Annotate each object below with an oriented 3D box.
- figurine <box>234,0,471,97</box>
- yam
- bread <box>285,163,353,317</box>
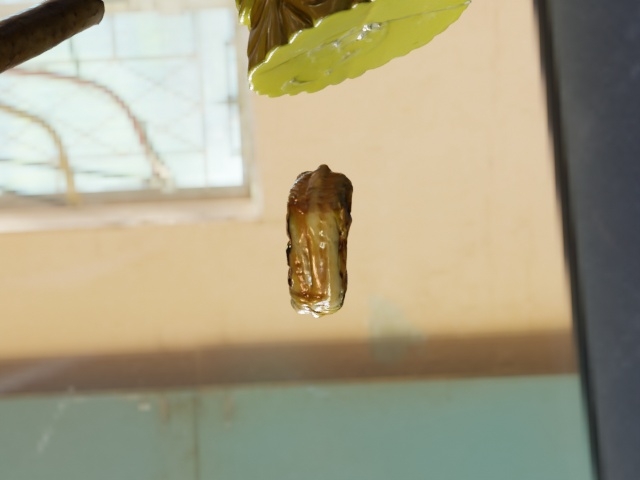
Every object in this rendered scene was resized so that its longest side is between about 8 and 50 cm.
[{"bbox_3d":[-0.031,-0.294,1.400,0.315,0.187,0.168,65,-168,14],"label":"figurine"},{"bbox_3d":[-0.290,-0.169,1.518,0.264,0.046,0.046,-36,-47,-45],"label":"yam"},{"bbox_3d":[0.000,0.000,1.230,0.083,0.044,0.111,-76,-13,-65],"label":"bread"}]
